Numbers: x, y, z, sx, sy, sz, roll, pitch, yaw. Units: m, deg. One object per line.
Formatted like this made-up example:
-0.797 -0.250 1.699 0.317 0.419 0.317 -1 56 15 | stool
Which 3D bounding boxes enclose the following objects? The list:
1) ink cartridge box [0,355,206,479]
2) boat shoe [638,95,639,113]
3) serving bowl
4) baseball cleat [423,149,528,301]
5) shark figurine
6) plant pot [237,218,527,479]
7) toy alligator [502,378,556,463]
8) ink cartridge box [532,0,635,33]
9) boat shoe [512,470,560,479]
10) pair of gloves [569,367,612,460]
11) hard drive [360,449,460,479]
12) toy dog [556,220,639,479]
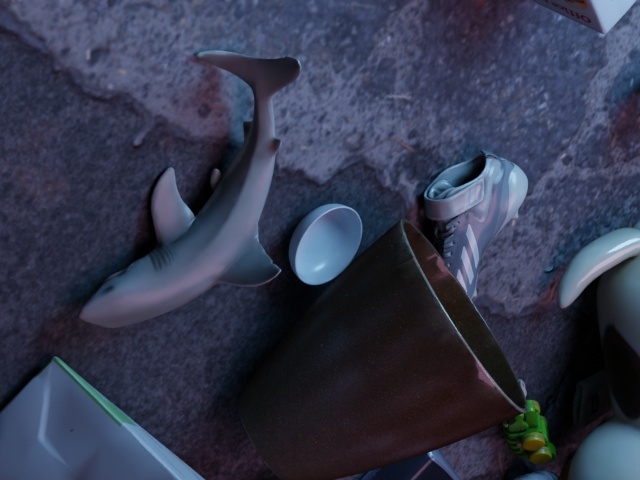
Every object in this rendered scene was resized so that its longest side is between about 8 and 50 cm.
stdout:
-0.133 0.269 1.326 0.119 0.207 0.353 -47 142 -8 | ink cartridge box
0.423 -0.216 1.667 0.226 0.083 0.076 -43 129 -33 | boat shoe
0.000 0.000 1.413 0.083 0.027 0.083 -26 132 -32 | serving bowl
0.130 0.001 1.531 0.109 0.072 0.206 25 95 -36 | baseball cleat
-0.068 -0.024 1.263 0.166 0.116 0.278 20 104 -52 | shark figurine
0.042 0.130 1.425 0.230 0.215 0.215 -33 142 11 | plant pot
0.243 0.223 1.810 0.051 0.056 0.190 -14 141 14 | toy alligator
0.230 -0.302 1.352 0.127 0.128 0.176 -49 141 -7 | ink cartridge box
0.236 0.420 1.909 0.088 0.096 0.268 10 108 -44 | boat shoe
0.411 0.238 1.997 0.204 0.042 0.240 -26 128 -24 | pair of gloves
0.108 0.340 1.748 0.172 0.054 0.255 -45 140 -13 | hard drive
0.439 0.202 1.784 0.395 0.284 0.408 11 99 -34 | toy dog
